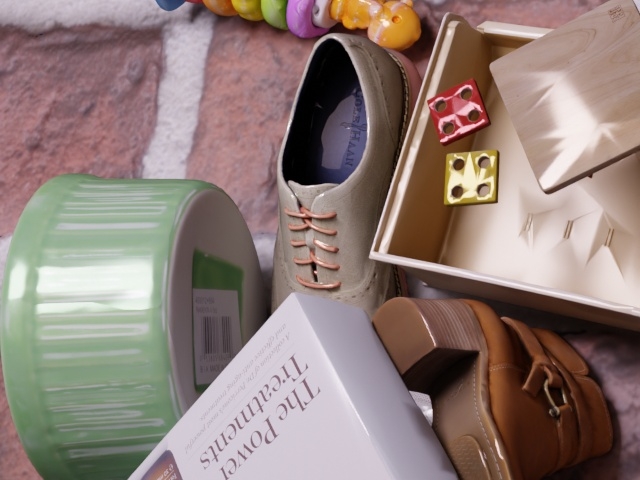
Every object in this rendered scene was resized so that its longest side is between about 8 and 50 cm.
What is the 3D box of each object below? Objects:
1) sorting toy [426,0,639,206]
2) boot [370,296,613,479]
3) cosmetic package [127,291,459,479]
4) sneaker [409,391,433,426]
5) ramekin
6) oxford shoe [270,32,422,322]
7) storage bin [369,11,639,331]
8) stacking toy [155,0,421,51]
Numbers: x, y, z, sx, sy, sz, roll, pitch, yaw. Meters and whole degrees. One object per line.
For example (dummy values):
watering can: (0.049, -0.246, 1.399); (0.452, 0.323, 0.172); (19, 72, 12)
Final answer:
sorting toy: (0.220, -0.113, 1.312); (0.274, 0.046, 0.132); (-27, 63, 15)
boot: (0.162, 0.178, 1.288); (0.109, 0.220, 0.283); (-43, 53, 30)
cosmetic package: (-0.049, 0.273, 1.242); (0.377, 0.097, 0.284); (-49, 51, 23)
sneaker: (0.057, 0.210, 1.388); (0.103, 0.111, 0.252); (39, 92, 31)
ramekin: (-0.157, 0.083, 1.438); (0.148, 0.303, 0.303); (-4, 71, 17)
oxford shoe: (0.000, 0.000, 1.455); (0.140, 0.146, 0.397); (1, 83, 25)
storage bin: (0.218, -0.066, 1.395); (0.262, 0.123, 0.260); (12, 79, 29)
stacking toy: (-0.024, -0.271, 1.584); (0.302, 0.166, 0.175); (30, 75, 19)
